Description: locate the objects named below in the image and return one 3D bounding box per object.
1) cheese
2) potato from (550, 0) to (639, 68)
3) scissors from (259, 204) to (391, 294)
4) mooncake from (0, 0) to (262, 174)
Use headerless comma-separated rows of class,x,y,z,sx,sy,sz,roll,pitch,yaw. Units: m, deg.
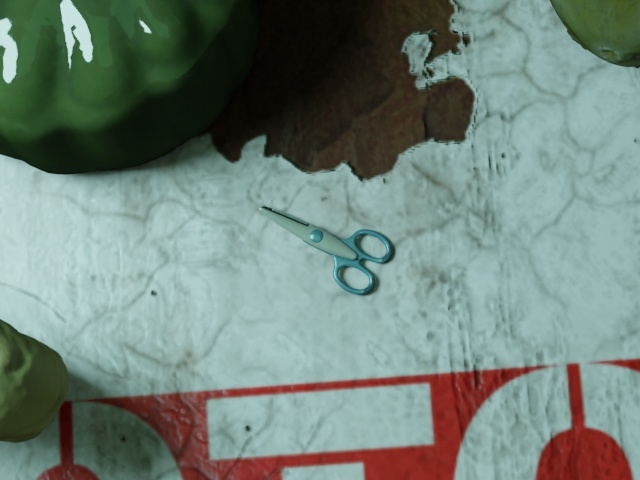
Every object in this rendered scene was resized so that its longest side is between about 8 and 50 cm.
cheese,-0.312,0.099,1.360,0.226,0.214,0.117,20,86,5
potato,0.273,-0.262,1.409,0.178,0.160,0.235,9,94,46
scissors,0.000,0.000,1.451,0.119,0.014,0.058,27,82,7
mooncake,-0.219,-0.228,1.434,0.351,0.187,0.351,-1,79,3
